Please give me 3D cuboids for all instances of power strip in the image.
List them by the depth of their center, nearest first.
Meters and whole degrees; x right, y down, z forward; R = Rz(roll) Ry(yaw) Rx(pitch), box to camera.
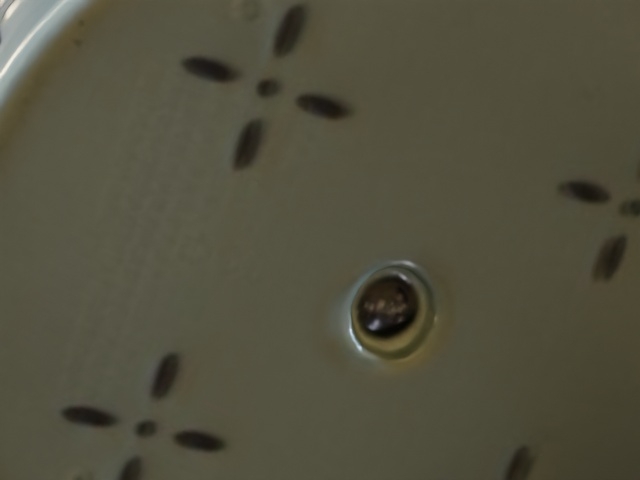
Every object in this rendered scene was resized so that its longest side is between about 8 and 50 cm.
[{"bbox_3d":[0.000,0.000,0.571,0.357,0.161,0.358,-4,109,-13],"label":"power strip"}]
